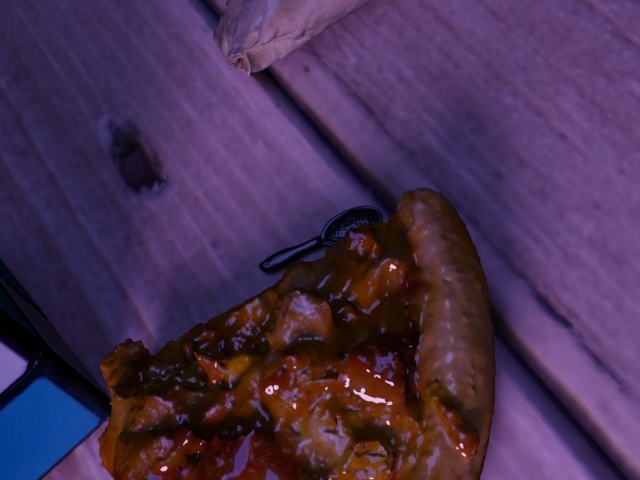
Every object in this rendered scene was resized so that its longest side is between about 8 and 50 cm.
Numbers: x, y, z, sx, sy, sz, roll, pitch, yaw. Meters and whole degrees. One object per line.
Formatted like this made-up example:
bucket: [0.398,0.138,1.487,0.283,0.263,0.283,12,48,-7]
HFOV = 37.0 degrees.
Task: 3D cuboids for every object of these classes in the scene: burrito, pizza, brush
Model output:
burrito: [0.043,-0.210,0.672,0.275,0.059,0.082,-33,42,-3]
pizza: [-0.032,0.108,0.497,0.226,0.086,0.335,18,69,24]
brush: [0.000,0.000,0.593,0.083,0.008,0.024,-25,60,2]

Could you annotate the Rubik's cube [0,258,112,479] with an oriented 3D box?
Rubik's cube: [-0.259,0.070,0.539,0.180,0.167,0.183,-43,59,-11]
